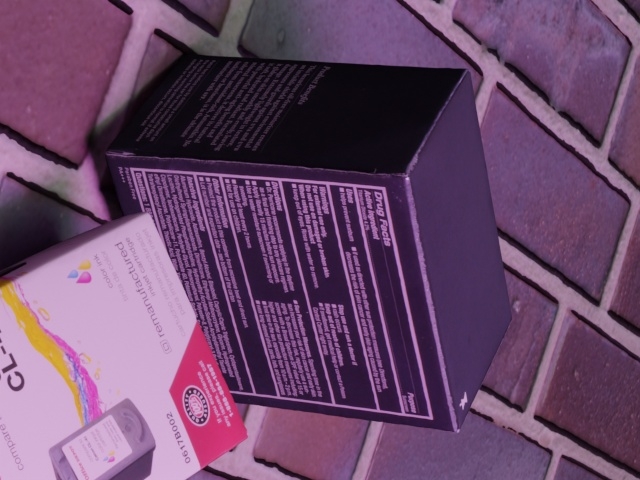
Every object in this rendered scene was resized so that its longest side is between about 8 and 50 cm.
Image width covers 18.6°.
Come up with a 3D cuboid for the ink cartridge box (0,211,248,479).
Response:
[{"bbox_3d":[-0.231,0.136,1.603,0.306,0.131,0.226,-31,100,-49],"label":"ink cartridge box"}]

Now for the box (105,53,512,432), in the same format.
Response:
[{"bbox_3d":[0.000,0.000,1.799,0.183,0.294,0.296,-57,144,-44],"label":"box"}]
